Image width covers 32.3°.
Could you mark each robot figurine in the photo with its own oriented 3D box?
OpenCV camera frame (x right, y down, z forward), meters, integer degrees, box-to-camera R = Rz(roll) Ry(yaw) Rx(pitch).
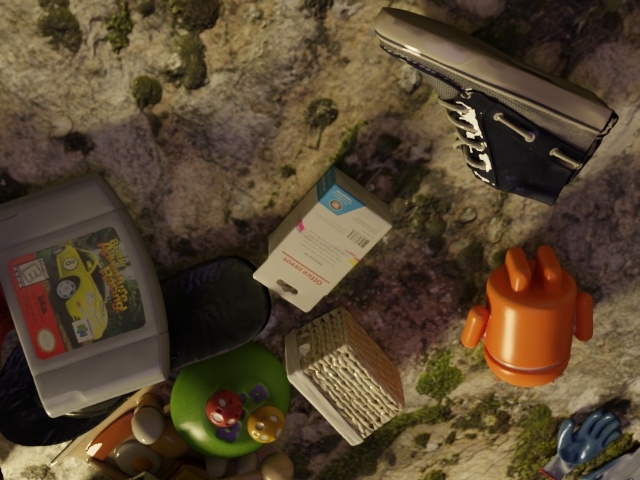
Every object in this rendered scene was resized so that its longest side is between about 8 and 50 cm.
[{"bbox_3d":[0.292,0.115,1.559,0.158,0.128,0.219,-26,128,-33],"label":"robot figurine"}]

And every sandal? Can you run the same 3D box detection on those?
[{"bbox_3d":[-0.283,0.149,1.542,0.446,0.107,0.167,-29,87,10],"label":"sandal"}]

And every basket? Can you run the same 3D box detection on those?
[{"bbox_3d":[0.037,0.193,1.606,0.103,0.113,0.167,-34,117,15],"label":"basket"}]

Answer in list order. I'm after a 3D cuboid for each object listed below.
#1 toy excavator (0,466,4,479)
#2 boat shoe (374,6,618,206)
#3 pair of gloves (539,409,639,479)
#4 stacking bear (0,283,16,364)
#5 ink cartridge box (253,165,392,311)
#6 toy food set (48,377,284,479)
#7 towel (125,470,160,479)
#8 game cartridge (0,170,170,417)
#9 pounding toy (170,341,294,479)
[{"bbox_3d":[-0.704,0.356,1.526,0.445,0.222,0.433,-30,116,-13],"label":"toy excavator"},{"bbox_3d":[0.197,-0.158,1.385,0.340,0.127,0.158,22,111,-15],"label":"boat shoe"},{"bbox_3d":[0.447,0.345,1.765,0.198,0.023,0.159,32,114,-20],"label":"pair of gloves"},{"bbox_3d":[-0.588,0.115,1.520,0.289,0.175,0.164,-13,123,15],"label":"stacking bear"},{"bbox_3d":[0.000,0.000,1.514,0.104,0.061,0.181,35,112,-20],"label":"ink cartridge box"},{"bbox_3d":[-0.229,0.350,1.705,0.306,0.092,0.220,36,114,-21],"label":"toy food set"},{"bbox_3d":[-0.232,0.482,1.733,0.324,0.056,0.312,36,141,-21],"label":"towel"},{"bbox_3d":[-0.315,0.068,1.470,0.196,0.060,0.294,-19,90,1],"label":"game cartridge"},{"bbox_3d":[-0.115,0.270,1.601,0.183,0.110,0.237,-8,104,-19],"label":"pounding toy"}]
